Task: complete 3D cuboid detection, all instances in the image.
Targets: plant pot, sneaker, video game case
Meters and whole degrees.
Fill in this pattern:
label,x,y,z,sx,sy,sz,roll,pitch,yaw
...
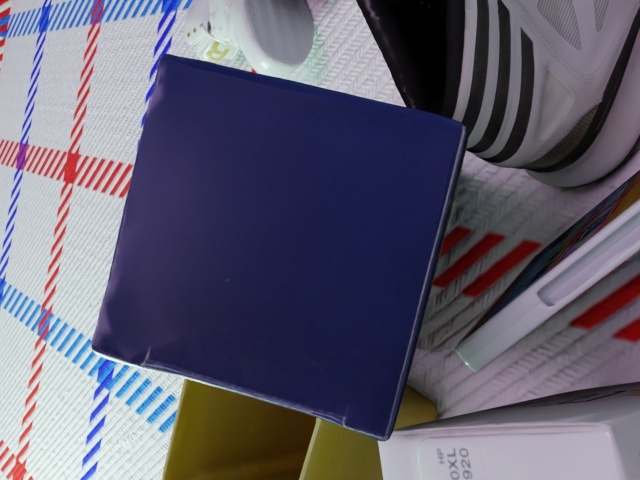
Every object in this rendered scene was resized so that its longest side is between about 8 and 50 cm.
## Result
label,x,y,z,sx,sy,sz,roll,pitch,yaw
plant pot,-0.011,0.200,0.761,0.212,0.187,0.212,30,110,49
sneaker,-0.104,-0.281,1.040,0.169,0.108,0.293,-48,40,36
sneaker,0.171,-0.275,0.569,0.169,0.257,0.448,17,96,51
video game case,0.225,-0.033,0.518,0.025,0.204,0.285,48,125,8

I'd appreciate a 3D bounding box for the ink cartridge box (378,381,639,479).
label,x,y,z,sx,sy,sz,roll,pitch,yaw
ink cartridge box,0.182,0.184,0.480,0.168,0.232,0.171,-21,75,47

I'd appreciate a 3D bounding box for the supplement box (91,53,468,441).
label,x,y,z,sx,sy,sz,roll,pitch,yaw
supplement box,0.000,0.000,0.622,0.194,0.356,0.195,15,93,9
